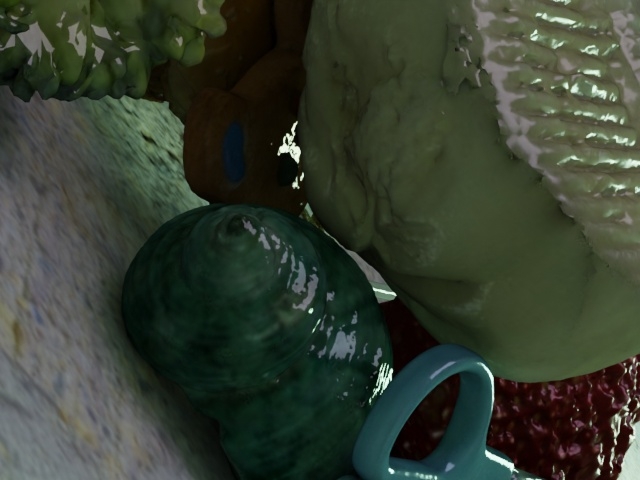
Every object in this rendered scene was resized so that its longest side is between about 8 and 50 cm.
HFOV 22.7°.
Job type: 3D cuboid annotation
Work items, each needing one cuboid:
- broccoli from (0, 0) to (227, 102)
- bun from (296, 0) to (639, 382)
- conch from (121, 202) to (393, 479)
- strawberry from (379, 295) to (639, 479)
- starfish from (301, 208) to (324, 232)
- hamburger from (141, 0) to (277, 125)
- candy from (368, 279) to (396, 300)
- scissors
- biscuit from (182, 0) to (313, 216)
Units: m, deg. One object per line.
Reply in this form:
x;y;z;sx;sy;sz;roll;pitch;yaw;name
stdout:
-0.156;-0.247;0.887;0.347;0.281;0.293;54;2;-12;broccoli
0.113;-0.073;1.099;0.360;0.211;0.359;31;48;-42;bun
-0.034;0.058;0.986;0.202;0.134;0.196;46;16;-46;conch
0.161;0.129;1.305;0.261;0.261;0.257;38;20;-55;strawberry
0.000;0.000;1.495;0.092;0.016;0.086;30;40;-69;starfish
-0.077;-0.202;1.209;0.163;0.244;0.244;21;-6;29;hamburger
0.090;0.054;1.558;0.365;0.124;0.124;15;45;-59;candy
0.127;0.183;1.124;0.029;0.192;0.447;31;5;32;scissors
-0.005;-0.106;1.179;0.324;0.049;0.205;-55;149;-44;biscuit
